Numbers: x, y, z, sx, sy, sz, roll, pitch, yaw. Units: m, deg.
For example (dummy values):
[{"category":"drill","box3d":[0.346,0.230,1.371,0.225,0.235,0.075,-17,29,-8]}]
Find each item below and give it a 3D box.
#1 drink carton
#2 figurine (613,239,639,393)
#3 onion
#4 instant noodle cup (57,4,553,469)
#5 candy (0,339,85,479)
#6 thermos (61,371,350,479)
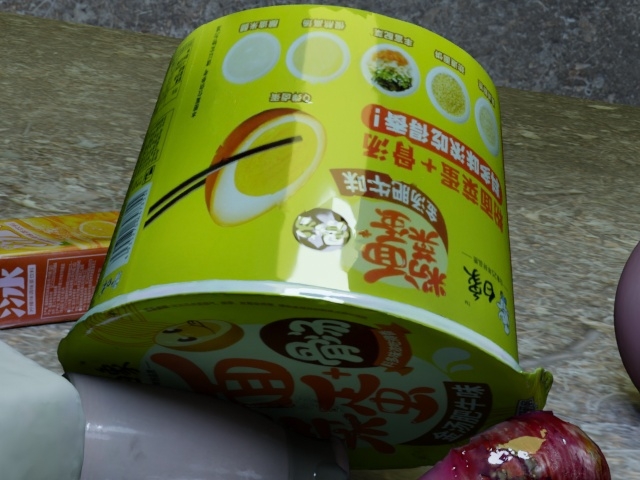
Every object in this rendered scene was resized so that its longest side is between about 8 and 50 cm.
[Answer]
[{"category":"drink carton","box3d":[-0.246,0.026,1.527,0.223,0.071,0.096,-5,21,-42]},{"category":"figurine","box3d":[0.356,0.080,1.453,0.211,0.261,0.270,-27,28,-17]},{"category":"onion","box3d":[0.123,0.188,1.072,0.150,0.150,0.140,-2,49,-36]},{"category":"instant noodle cup","box3d":[0.000,0.000,1.155,0.311,0.221,0.311,6,-25,3]},{"category":"candy","box3d":[-0.308,0.134,0.931,0.208,0.145,0.359,20,19,37]},{"category":"thermos","box3d":[-0.080,0.149,1.126,0.193,0.105,0.137,8,-17,-19]}]
